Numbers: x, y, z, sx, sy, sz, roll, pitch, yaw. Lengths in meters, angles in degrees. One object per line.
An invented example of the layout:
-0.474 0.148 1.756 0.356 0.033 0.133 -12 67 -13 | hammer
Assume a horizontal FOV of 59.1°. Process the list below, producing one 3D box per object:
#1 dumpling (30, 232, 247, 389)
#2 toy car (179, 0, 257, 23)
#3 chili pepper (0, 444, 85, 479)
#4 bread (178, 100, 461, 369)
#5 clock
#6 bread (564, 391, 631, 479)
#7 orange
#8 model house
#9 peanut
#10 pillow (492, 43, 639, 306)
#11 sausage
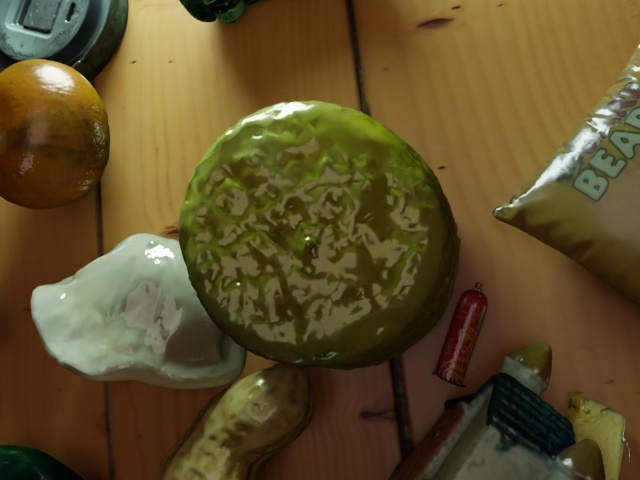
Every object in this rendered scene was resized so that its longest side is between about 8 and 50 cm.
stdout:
-0.265 0.102 0.814 0.318 0.243 0.187 31 122 27 | dumpling
-0.098 -0.470 0.895 0.306 0.136 0.125 -23 57 10 | toy car
-0.475 0.443 0.831 0.257 0.248 0.233 8 108 14 | chili pepper
0.000 0.000 0.715 0.348 0.308 0.348 -2 82 14 | bread
-0.495 -0.415 1.024 0.313 0.061 0.312 -2 83 14 | clock
0.345 0.259 0.711 0.084 0.080 0.109 20 91 14 | bread
-0.448 -0.170 0.923 0.240 0.171 0.240 -1 88 27 | orange
0.224 0.258 0.675 0.184 0.253 0.291 32 80 9 | model house
-0.124 0.297 0.802 0.147 0.147 0.305 36 90 16 | peanut
0.440 -0.061 0.705 0.312 0.119 0.310 40 98 17 | pillow
0.201 0.128 0.785 0.050 0.048 0.145 19 86 11 | sausage
